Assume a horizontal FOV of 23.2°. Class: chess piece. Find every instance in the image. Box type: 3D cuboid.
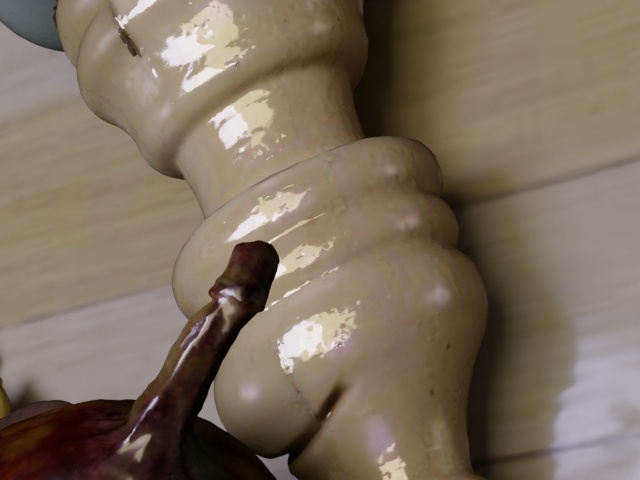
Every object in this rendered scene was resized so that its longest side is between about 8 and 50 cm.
[{"bbox_3d":[0.000,0.000,0.637,0.138,0.124,0.307,-17,67,-13],"label":"chess piece"}]

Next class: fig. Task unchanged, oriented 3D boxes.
[{"bbox_3d":[-0.068,0.123,0.545,0.149,0.148,0.202,56,150,6],"label":"fig"}]

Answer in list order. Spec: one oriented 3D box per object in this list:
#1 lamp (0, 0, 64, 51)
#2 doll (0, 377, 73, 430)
[{"bbox_3d":[-0.120,-0.143,0.750,0.105,0.105,0.105,-10,72,30],"label":"lamp"},{"bbox_3d":[-0.160,0.131,0.709,0.188,0.096,0.145,20,80,45],"label":"doll"}]
